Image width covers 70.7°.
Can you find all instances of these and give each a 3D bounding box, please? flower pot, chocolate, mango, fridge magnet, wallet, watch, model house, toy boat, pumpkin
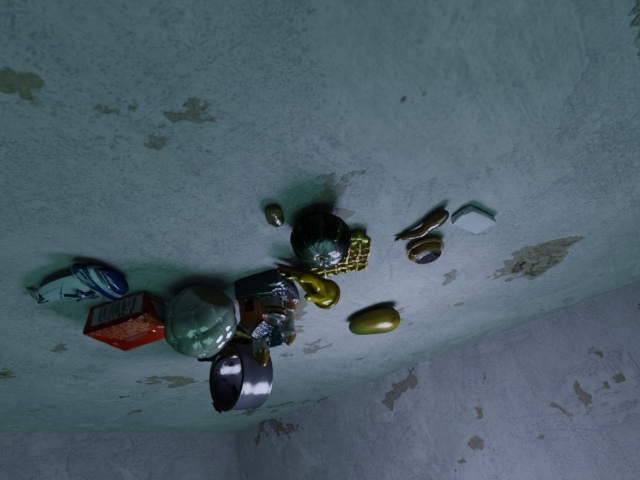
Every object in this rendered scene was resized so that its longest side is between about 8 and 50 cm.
[{"bbox_3d":[-0.402,0.267,1.521,0.246,0.246,0.195,17,105,-42],"label":"flower pot"},{"bbox_3d":[-0.649,0.285,1.573,0.238,0.108,0.234,-20,149,6],"label":"chocolate"},{"bbox_3d":[0.249,0.379,2.114,0.251,0.114,0.156,-10,162,16],"label":"mango"},{"bbox_3d":[0.385,0.040,1.649,0.143,0.063,0.143,-9,146,-6],"label":"fridge magnet"},{"bbox_3d":[0.530,-0.069,1.560,0.190,0.033,0.095,17,135,-42],"label":"wallet"},{"bbox_3d":[-0.358,0.570,1.947,0.314,0.326,0.335,15,139,-39],"label":"watch"},{"bbox_3d":[-0.176,0.298,1.622,0.190,0.300,0.271,-11,150,8],"label":"model house"},{"bbox_3d":[-0.719,0.150,1.363,0.292,0.070,0.210,-24,144,23],"label":"toy boat"},{"bbox_3d":[0.000,0.000,1.334,0.191,0.146,0.190,0,128,0],"label":"pumpkin"}]

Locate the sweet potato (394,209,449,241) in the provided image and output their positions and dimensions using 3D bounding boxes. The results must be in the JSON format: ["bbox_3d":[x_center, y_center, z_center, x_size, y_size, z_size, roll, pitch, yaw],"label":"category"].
[{"bbox_3d":[0.344,-0.042,1.515,0.050,0.050,0.214,17,140,-42],"label":"sweet potato"}]

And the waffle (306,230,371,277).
[{"bbox_3d":[0.056,0.048,1.527,0.219,0.057,0.229,-11,149,-6],"label":"waffle"}]

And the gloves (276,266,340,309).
[{"bbox_3d":[-0.049,0.155,1.593,0.133,0.116,0.294,7,164,34],"label":"gloves"}]

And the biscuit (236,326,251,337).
[{"bbox_3d":[-0.345,0.338,1.734,0.118,0.029,0.247,34,161,-29],"label":"biscuit"}]

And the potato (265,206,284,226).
[{"bbox_3d":[-0.129,-0.065,1.277,0.051,0.040,0.083,-20,151,0],"label":"potato"}]
